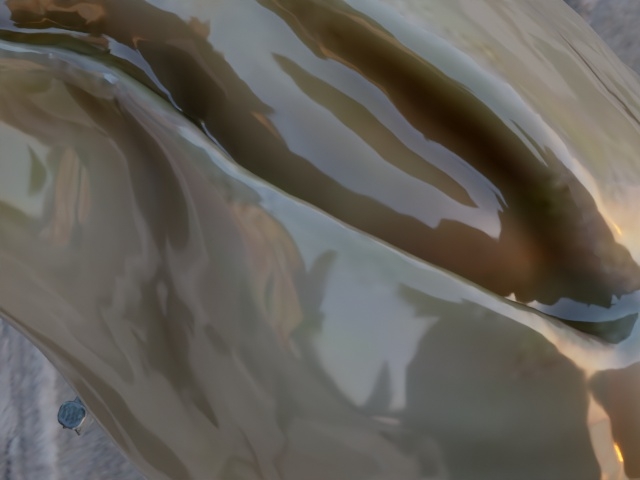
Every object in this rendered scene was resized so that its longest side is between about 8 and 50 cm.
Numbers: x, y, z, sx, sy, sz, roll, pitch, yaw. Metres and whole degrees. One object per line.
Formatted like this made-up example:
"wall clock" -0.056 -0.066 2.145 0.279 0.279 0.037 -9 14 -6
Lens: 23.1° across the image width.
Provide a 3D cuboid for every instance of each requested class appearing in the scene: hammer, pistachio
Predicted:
"hammer" -0.118 0.042 1.008 0.017 0.062 0.182 26 77 4
"pistachio" 0.000 0.000 0.652 0.446 0.365 0.281 27 78 1
